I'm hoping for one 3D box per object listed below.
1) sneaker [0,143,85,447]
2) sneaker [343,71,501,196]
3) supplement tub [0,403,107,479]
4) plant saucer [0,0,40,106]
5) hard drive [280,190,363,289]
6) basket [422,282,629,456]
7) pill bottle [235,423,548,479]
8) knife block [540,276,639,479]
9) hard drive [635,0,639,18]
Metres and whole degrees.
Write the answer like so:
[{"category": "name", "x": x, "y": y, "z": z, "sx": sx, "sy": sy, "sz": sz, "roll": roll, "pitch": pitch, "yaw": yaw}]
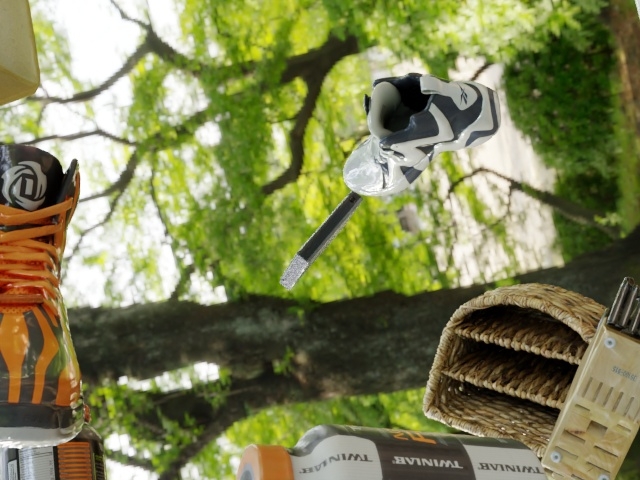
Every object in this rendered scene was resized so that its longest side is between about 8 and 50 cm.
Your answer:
[{"category": "sneaker", "x": -0.229, "y": 0.022, "z": 0.642, "sx": 0.321, "sy": 0.124, "sz": 0.180, "roll": 22, "pitch": 102, "yaw": 63}, {"category": "sneaker", "x": 0.079, "y": -0.130, "z": 1.069, "sx": 0.153, "sy": 0.235, "sz": 0.094, "roll": 16, "pitch": -113, "yaw": -41}, {"category": "supplement tub", "x": -0.289, "y": 0.279, "z": 0.984, "sx": 0.117, "sy": 0.116, "sz": 0.191, "roll": 78, "pitch": 180, "yaw": -65}, {"category": "plant saucer", "x": -0.613, "y": -0.356, "z": 1.428, "sx": 0.333, "sy": 0.080, "sz": 0.333, "roll": -37, "pitch": -44, "yaw": -49}, {"category": "hard drive", "x": 0.000, "y": 0.000, "z": 1.238, "sx": 0.022, "sy": 0.135, "sz": 0.094, "roll": 39, "pitch": 148, "yaw": 3}, {"category": "basket", "x": 0.341, "y": 0.200, "z": 1.509, "sx": 0.299, "sy": 0.223, "sz": 0.214, "roll": 13, "pitch": 114, "yaw": 44}, {"category": "pill bottle", "x": 0.054, "y": 0.220, "z": 0.743, "sx": 0.130, "sy": 0.245, "sz": 0.131, "roll": -171, "pitch": 90, "yaw": -72}, {"category": "knife block", "x": 0.394, "y": 0.188, "z": 1.226, "sx": 0.276, "sy": 0.088, "sz": 0.242, "roll": -66, "pitch": -15, "yaw": 5}, {"category": "hard drive", "x": 0.338, "y": -0.324, "z": 0.958, "sx": 0.203, "sy": 0.040, "sz": 0.308, "roll": -32, "pitch": -73, "yaw": -66}]
